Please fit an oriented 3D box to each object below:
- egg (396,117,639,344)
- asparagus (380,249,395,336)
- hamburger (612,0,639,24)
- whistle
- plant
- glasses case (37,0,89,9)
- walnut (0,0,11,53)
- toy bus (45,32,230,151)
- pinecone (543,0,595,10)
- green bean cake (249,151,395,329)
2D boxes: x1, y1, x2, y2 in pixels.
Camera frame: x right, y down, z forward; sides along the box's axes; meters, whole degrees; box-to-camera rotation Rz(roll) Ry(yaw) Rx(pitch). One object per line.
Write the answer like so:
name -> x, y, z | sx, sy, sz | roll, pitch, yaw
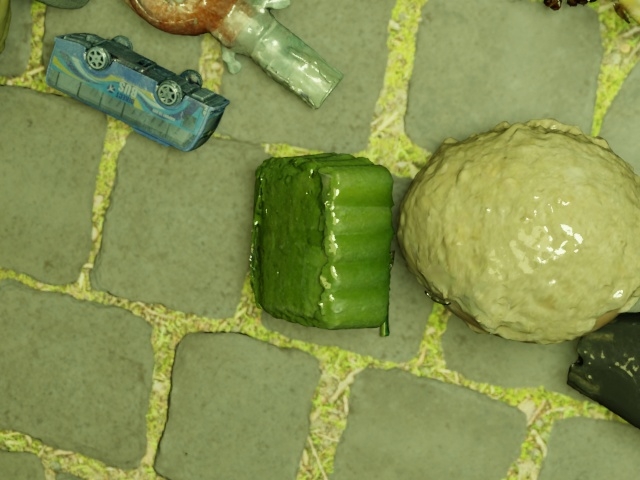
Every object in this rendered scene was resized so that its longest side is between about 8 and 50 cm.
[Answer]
egg -> 0.239, -0.009, 1.313 | 0.310, 0.279, 0.279 | 26, 101, 25
asparagus -> 0.086, 0.069, 1.475 | 0.015, 0.014, 0.114 | -1, 98, -22
hamburger -> 0.401, -0.354, 1.217 | 0.186, 0.261, 0.303 | -18, 116, 34
whistle -> -0.125, -0.291, 1.426 | 0.346, 0.134, 0.142 | 38, 94, -3
plant -> 0.428, 0.162, 1.350 | 0.256, 0.142, 0.164 | 12, 97, 14
glasses case -> -0.304, -0.457, 1.436 | 0.074, 0.131, 0.323 | 23, 101, 18
walnut -> -0.540, -0.296, 1.444 | 0.277, 0.282, 0.253 | 29, 62, 14
toy bus -> -0.240, -0.198, 1.485 | 0.236, 0.079, 0.094 | 27, 117, 8
pinecone -> 0.287, -0.333, 1.333 | 0.121, 0.140, 0.140 | 26, 103, -29
green bean cake -> 0.000, 0.000, 1.385 | 0.113, 0.200, 0.214 | -3, 96, -31
